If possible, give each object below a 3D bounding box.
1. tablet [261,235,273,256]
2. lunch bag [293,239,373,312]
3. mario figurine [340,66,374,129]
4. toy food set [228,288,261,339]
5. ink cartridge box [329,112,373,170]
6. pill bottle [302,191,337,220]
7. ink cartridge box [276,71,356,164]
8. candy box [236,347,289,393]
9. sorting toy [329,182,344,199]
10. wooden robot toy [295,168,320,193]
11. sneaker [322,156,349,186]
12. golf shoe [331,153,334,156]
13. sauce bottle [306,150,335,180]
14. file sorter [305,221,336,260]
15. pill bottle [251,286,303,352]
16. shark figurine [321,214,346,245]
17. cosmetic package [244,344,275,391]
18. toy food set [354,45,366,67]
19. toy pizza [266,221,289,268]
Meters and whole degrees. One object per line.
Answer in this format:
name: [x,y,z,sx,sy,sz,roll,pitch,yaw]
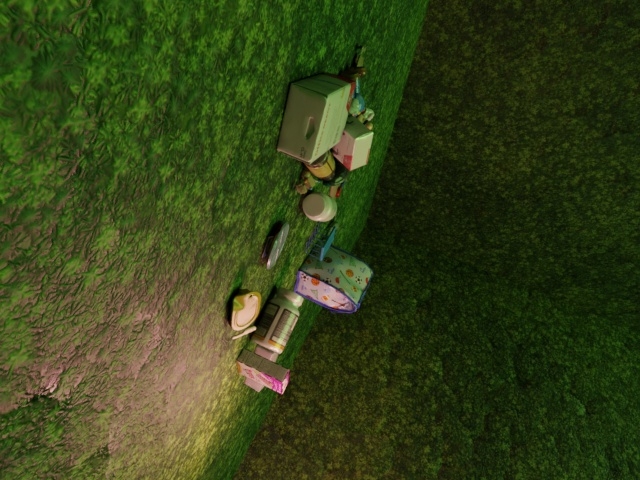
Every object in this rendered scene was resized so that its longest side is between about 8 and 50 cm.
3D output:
tablet: [-0.205,0.024,1.674,0.054,0.006,0.083,-26,138,-75]
lunch bag: [0.088,0.228,2.522,0.328,0.385,0.239,-58,166,-45]
mario figurine: [0.168,-0.542,1.788,0.198,0.170,0.321,-23,130,-21]
toy food set: [-0.293,0.256,1.586,0.128,0.071,0.218,-22,137,-41]
ink cartridge box: [0.091,-0.401,1.665,0.092,0.218,0.159,-25,147,-24]
pill bottle: [-0.007,-0.153,1.954,0.229,0.131,0.131,-6,118,-78]
ink cartridge box: [-0.006,-0.413,1.423,0.306,0.131,0.226,-48,159,-57]
candy box: [-0.260,0.592,1.954,0.159,0.233,0.071,97,19,-52]
sorting toy: [0.120,-0.363,2.392,0.307,0.041,0.229,100,17,-51]
wooden robot toy: [-0.064,-0.243,1.732,0.173,0.076,0.079,-49,124,-59]
sneaker: [0.095,-0.403,2.084,0.341,0.125,0.140,-59,139,-27]
golf shoe: [0.049,-0.385,1.864,0.198,0.093,0.077,102,14,-50]
sauce bottle: [0.002,-0.308,1.738,0.344,0.111,0.111,36,77,-80]
file sorter: [0.000,0.000,2.377,0.118,0.104,0.170,98,17,-51]
pill bottle: [-0.195,0.370,2.015,0.162,0.162,0.279,82,33,-70]
shark figurine: [0.102,-0.068,2.737,0.278,0.116,0.166,-45,154,-69]
cosmetic package: [-0.297,0.636,2.227,0.238,0.107,0.127,-68,167,18]
toy food set: [0.151,-0.728,1.838,0.132,0.038,0.192,-63,166,-60]
toy pizza: [-0.177,0.018,1.709,0.201,0.032,0.201,23,90,-87]
